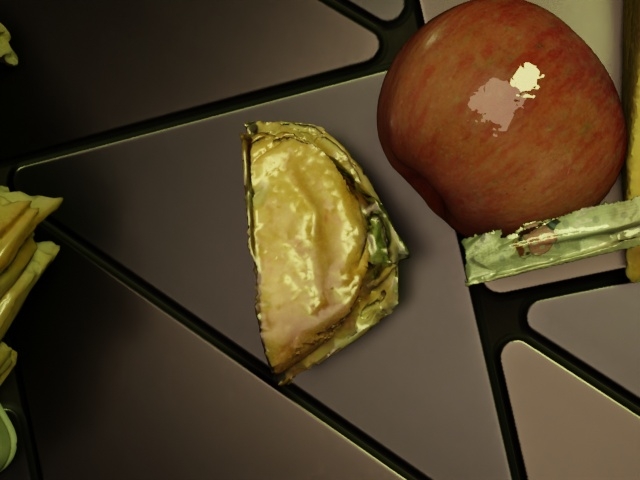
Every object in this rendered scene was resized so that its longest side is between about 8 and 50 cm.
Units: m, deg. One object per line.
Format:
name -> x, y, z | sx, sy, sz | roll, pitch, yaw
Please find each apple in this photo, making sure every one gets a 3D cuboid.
apple -> 0.104, -0.068, 0.612 | 0.153, 0.153, 0.120 | 44, 82, 10

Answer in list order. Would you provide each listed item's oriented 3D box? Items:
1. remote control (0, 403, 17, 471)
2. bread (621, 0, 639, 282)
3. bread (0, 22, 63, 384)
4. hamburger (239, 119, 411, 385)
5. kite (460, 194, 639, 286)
remote control -> -0.361, 0.053, 0.767 | 0.128, 0.065, 0.335 | -34, 82, 8
bread -> 0.267, -0.119, 0.632 | 0.167, 0.163, 0.264 | 4, 122, 10
bread -> -0.327, -0.029, 0.657 | 0.314, 0.191, 0.370 | 29, 63, -5
hamburger -> 0.007, 0.004, 0.675 | 0.102, 0.087, 0.176 | -7, 81, 2
kite -> 0.255, -0.036, 0.555 | 0.368, 0.014, 0.406 | -14, 118, 2
